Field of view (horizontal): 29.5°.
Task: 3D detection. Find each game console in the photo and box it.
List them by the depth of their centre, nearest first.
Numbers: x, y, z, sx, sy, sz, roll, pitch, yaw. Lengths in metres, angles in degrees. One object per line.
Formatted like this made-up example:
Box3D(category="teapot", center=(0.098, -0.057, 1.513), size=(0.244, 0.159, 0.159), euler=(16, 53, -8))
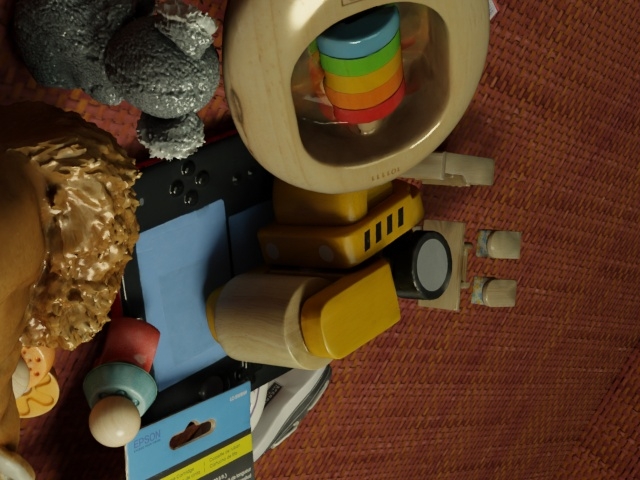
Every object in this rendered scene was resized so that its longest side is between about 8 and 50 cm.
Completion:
Box3D(category="game console", center=(-0.132, 0.046, 1.629), size=(0.342, 0.060, 0.386), euler=(-22, 121, -35))

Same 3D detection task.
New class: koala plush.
Box3D(category="koala plush", center=(-0.189, -0.196, 1.280), size=(0.203, 0.221, 0.196), euler=(-14, 131, -42))

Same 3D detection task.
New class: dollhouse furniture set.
Box3D(category="dollhouse furniture set", center=(0.179, -0.015, 1.889), size=(0.161, 0.212, 0.242), euler=(2, 92, -52))

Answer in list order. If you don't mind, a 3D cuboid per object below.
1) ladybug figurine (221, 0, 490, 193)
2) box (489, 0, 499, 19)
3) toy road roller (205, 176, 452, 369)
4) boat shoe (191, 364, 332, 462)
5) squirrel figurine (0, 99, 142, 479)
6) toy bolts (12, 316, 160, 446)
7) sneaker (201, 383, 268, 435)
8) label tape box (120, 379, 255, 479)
Box3D(category="ladybug figurine", center=(0.029, -0.229, 1.345), size=(0.305, 0.161, 0.449), euler=(-19, 148, -8))
Box3D(category="box", center=(0.090, -0.345, 1.536), size=(0.154, 0.142, 0.300), euler=(-50, 145, -3))
Box3D(category="toy road roller", center=(0.000, 0.000, 1.584), size=(0.329, 0.203, 0.240), euler=(-33, 115, -42))
Box3D(category="boat shoe", center=(-0.093, 0.291, 1.942), size=(0.301, 0.108, 0.102), euler=(-49, 145, -17))
Box3D(category="squirrel figurine", center=(-0.328, 0.068, 1.174), size=(0.397, 0.281, 0.370), euler=(-27, 132, -26))
Box3D(category="toy bolts", center=(-0.314, 0.183, 1.452), size=(0.229, 0.158, 0.218), euler=(13, 126, -11))
Box3D(category="sneaker", center=(-0.152, 0.178, 1.781), size=(0.161, 0.102, 0.282), euler=(7, 105, -48))
Box3D(category="label tape box", center=(-0.198, 0.369, 1.628), size=(0.241, 0.106, 0.333), euler=(-18, 109, -50))
